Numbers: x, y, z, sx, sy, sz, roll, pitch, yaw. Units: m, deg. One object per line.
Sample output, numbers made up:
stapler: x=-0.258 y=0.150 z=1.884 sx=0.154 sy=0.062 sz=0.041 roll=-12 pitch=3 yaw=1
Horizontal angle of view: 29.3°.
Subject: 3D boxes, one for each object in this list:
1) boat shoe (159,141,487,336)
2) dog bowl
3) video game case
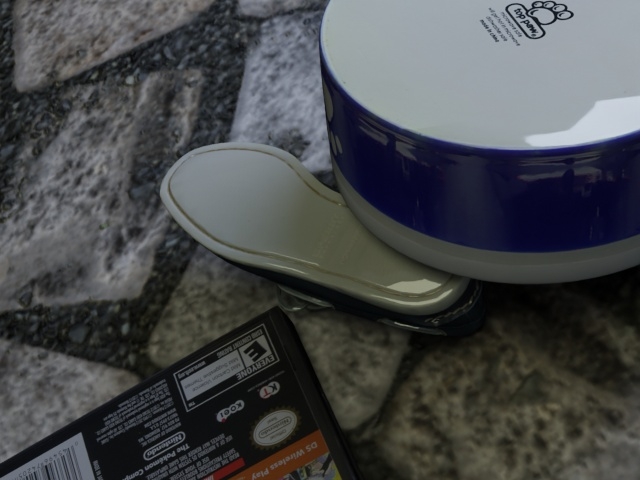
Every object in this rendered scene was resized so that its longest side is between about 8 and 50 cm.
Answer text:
boat shoe: x=0.000 y=0.000 z=0.840 sx=0.255 sy=0.079 sz=0.095 roll=16 pitch=66 yaw=30
dog bowl: x=0.133 y=-0.100 z=0.774 sx=0.265 sy=0.104 sz=0.265 roll=-5 pitch=44 yaw=5
video game case: x=-0.099 y=0.205 z=0.785 sx=0.275 sy=0.035 sz=0.248 roll=-30 pitch=52 yaw=4
